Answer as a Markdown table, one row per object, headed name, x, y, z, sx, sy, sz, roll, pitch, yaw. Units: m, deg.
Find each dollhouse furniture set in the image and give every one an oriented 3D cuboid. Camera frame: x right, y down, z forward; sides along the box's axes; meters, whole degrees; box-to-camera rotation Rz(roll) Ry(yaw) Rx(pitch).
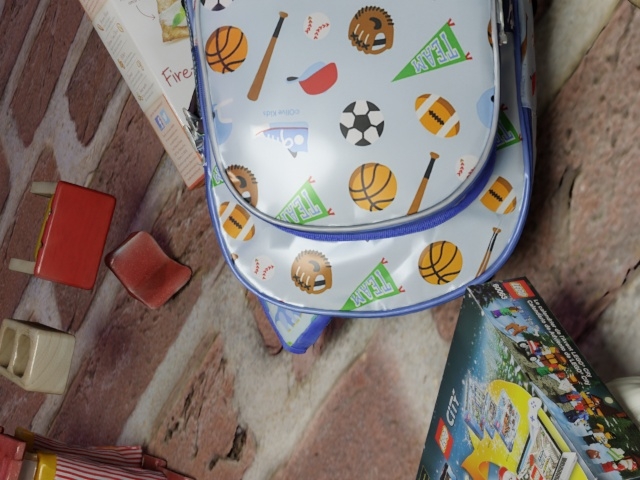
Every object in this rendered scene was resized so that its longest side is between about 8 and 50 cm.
| name | x | y | z | sx | sy | sz | roll | pitch | yaw |
| --- | --- | --- | --- | --- | --- | --- | --- | --- | --- |
| dollhouse furniture set | -0.227 | 0.143 | 1.225 | 0.152 | 0.201 | 0.374 | 8 | 82 | 58 |

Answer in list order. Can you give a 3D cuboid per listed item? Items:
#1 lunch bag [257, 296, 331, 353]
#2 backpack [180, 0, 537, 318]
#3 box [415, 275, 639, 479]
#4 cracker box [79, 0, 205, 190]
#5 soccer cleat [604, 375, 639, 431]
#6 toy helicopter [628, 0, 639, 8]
| name | x | y | z | sx | sy | sz | roll | pitch | yaw |
| --- | --- | --- | --- | --- | --- | --- | --- | --- | --- |
| lunch bag | 0.000 | 0.000 | 0.986 | 0.129 | 0.096 | 0.151 | -54 | 31 | 36 |
| backpack | 0.034 | -0.078 | 0.811 | 0.213 | 0.276 | 0.264 | -29 | -68 | -76 |
| box | 0.119 | 0.161 | 0.733 | 0.159 | 0.044 | 0.233 | -118 | 28 | -45 |
| cracker box | -0.100 | -0.182 | 1.036 | 0.232 | 0.155 | 0.067 | 59 | 153 | 1 |
| soccer cleat | 0.223 | 0.089 | 0.627 | 0.196 | 0.068 | 0.076 | 11 | 119 | 53 |
| toy helicopter | 0.279 | -0.185 | 0.542 | 0.355 | 0.140 | 0.235 | -7 | 60 | 45 |
